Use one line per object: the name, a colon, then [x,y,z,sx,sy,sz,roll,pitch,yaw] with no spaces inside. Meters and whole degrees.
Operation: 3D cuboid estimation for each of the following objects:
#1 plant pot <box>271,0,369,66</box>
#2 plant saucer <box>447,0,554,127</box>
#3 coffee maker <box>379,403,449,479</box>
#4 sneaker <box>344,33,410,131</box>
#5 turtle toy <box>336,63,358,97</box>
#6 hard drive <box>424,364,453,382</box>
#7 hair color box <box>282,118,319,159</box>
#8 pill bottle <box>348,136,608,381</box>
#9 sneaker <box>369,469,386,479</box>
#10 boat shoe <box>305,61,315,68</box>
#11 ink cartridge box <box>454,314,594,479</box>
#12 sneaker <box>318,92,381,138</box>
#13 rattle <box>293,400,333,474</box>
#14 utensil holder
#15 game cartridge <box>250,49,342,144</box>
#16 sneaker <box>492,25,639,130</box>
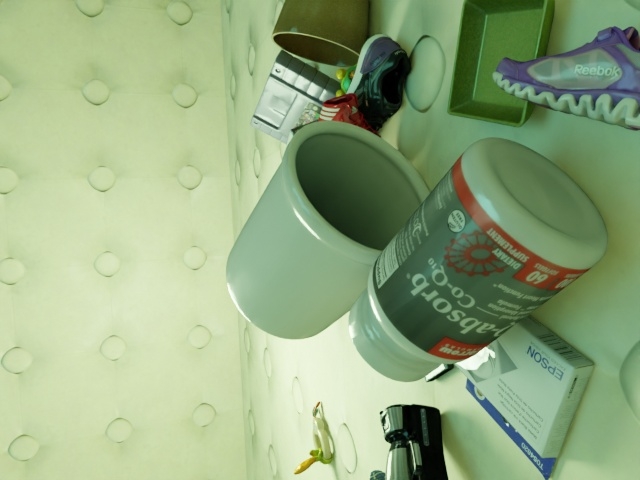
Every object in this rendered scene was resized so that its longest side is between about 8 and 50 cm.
plant pot: [0.022,-0.585,1.176,0.237,0.236,0.255,-152,74,-66]
plant saucer: [0.280,-0.281,0.748,0.188,0.045,0.189,-136,46,-61]
coffee maker: [0.202,0.434,0.966,0.120,0.171,0.178,-43,28,37]
sneaker: [0.119,-0.306,1.101,0.124,0.107,0.284,58,146,41]
turtle toy: [0.091,-0.368,1.196,0.066,0.095,0.130,13,108,46]
hard drive: [0.226,0.216,1.011,0.094,0.022,0.135,117,143,-54]
hair color box: [-0.027,-0.168,1.396,0.185,0.110,0.339,59,159,13]
pill bottle: [0.198,0.050,0.708,0.363,0.210,0.210,-57,40,41]
sneaker: [0.160,0.651,1.229,0.135,0.052,0.058,-122,30,-53]
boat shoe: [-0.091,-0.528,1.639,0.267,0.088,0.096,-176,83,-70]
ink cartridge box: [0.302,0.222,0.776,0.223,0.045,0.224,-131,42,-59]
sneaker: [0.086,-0.241,1.072,0.221,0.087,0.128,27,145,15]
rattle: [-0.043,0.672,1.661,0.130,0.142,0.200,92,163,-76]
utensil holder: [0.000,0.000,1.036,0.385,0.327,0.328,-50,46,44]
game cartridge: [-0.067,-0.381,1.422,0.068,0.230,0.355,-63,10,-22]
sneaker: [0.320,-0.200,0.575,0.236,0.095,0.105,35,119,45]
